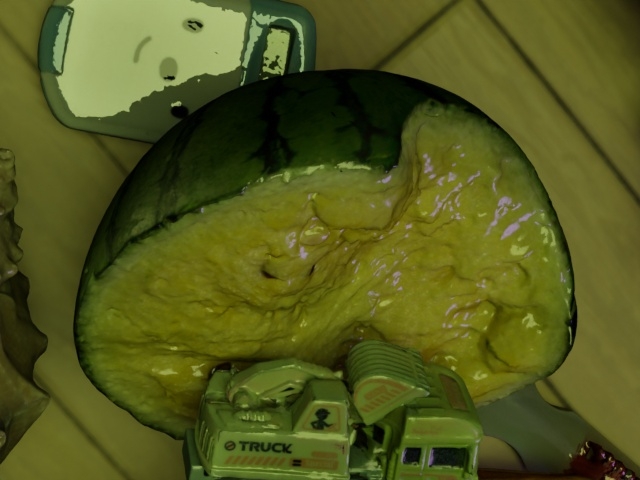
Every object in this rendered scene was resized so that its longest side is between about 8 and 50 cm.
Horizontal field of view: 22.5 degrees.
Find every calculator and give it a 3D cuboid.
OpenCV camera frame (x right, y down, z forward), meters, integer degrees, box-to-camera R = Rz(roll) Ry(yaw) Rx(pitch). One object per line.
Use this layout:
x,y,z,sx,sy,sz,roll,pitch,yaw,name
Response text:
-0.094,-0.124,1.139,0.210,0.039,0.121,11,95,-14,calculator

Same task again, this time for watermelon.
0.000,0.000,1.083,0.331,0.331,0.189,11,50,-13,watermelon

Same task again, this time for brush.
0.174,0.152,1.223,0.321,0.050,0.060,40,90,-12,brush

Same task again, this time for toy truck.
0.010,0.120,1.032,0.191,0.085,0.116,3,121,-11,toy truck

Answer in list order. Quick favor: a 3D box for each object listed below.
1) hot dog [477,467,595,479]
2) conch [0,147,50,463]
0.138,0.204,1.187,0.165,0.045,0.071,1,55,10,hot dog
-0.269,0.078,1.038,0.186,0.263,0.324,3,132,-34,conch
